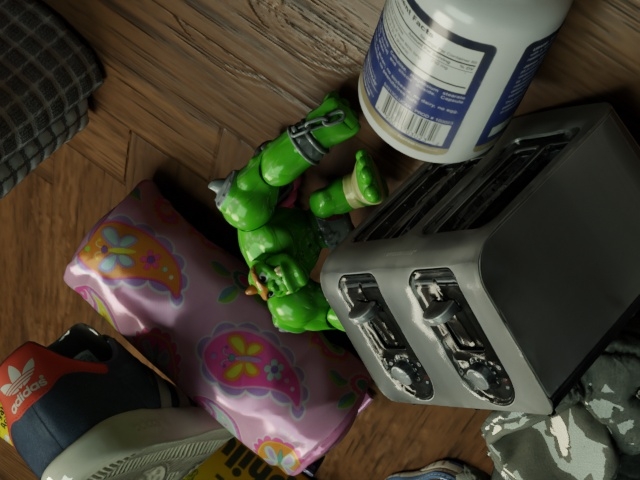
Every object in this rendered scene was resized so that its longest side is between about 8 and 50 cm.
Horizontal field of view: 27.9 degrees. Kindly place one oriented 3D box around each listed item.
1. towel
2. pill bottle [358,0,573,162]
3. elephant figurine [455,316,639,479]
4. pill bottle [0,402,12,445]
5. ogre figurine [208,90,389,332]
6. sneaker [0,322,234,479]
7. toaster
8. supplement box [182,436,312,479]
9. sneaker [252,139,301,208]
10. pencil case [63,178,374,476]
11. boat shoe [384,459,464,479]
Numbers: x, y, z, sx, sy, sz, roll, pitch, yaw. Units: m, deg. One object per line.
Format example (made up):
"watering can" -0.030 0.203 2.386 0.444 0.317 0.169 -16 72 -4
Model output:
"towel" -0.351 -0.140 1.016 0.284 0.235 0.121 37 144 5
"pill bottle" 0.083 -0.125 0.703 0.094 0.094 0.169 35 148 9
"elephant figurine" 0.192 0.112 0.854 0.169 0.186 0.239 -109 8 -58
"pill bottle" -0.410 0.218 1.671 0.116 0.065 0.065 33 147 13
"ogre figurine" 0.000 0.000 0.929 0.118 0.096 0.197 -18 138 11
"sneaker" -0.178 0.148 1.146 0.148 0.131 0.350 49 180 14
"toaster" 0.115 0.009 0.771 0.110 0.186 0.168 55 154 -17
"supplement box" -0.142 0.360 1.438 0.194 0.195 0.356 38 149 5
"sneaker" -0.045 -0.036 1.002 0.057 0.047 0.119 36 149 30
"pencil case" -0.084 0.077 1.109 0.284 0.124 0.124 39 148 1
"boat shoe" 0.081 0.255 1.193 0.066 0.066 0.183 40 148 2
